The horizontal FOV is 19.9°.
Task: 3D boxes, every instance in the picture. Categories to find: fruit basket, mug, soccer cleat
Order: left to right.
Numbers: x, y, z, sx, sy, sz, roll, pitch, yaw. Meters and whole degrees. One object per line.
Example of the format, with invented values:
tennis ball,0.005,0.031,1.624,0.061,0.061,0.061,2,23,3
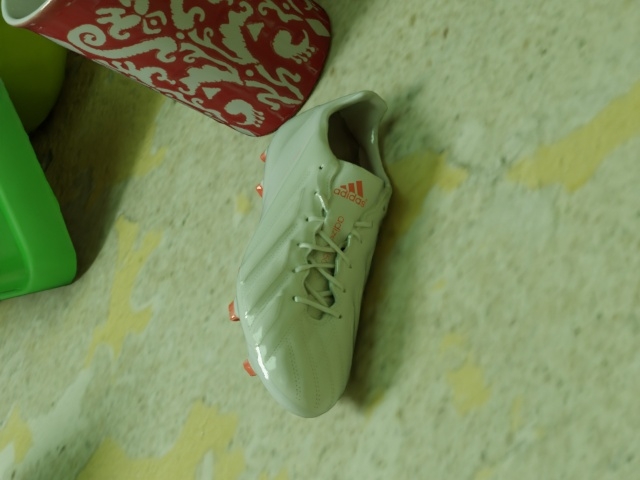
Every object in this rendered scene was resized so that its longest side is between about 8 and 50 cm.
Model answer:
fruit basket,-0.299,-0.085,1.353,0.392,0.283,0.392,-22,7,3
mug,-0.076,-0.152,1.072,0.150,0.169,0.113,-55,30,11
soccer cleat,0.000,0.000,0.937,0.076,0.068,0.196,-34,37,34
